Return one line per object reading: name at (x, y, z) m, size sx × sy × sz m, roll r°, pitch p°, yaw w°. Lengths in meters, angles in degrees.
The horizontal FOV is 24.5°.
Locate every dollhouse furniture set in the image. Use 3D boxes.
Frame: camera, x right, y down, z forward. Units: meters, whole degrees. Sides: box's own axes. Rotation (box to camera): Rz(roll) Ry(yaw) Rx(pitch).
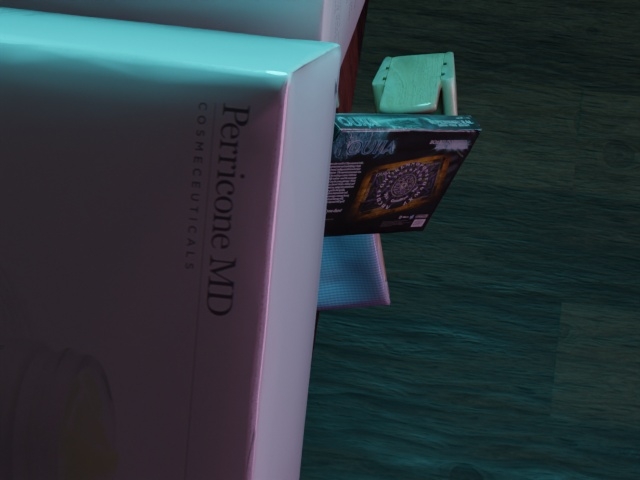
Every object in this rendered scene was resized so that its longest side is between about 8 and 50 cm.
dollhouse furniture set at (0.000, 0.000, 1.446) m, size 0.198 × 0.287 × 0.303 m, roll -73°, pitch 157°, yaw -60°

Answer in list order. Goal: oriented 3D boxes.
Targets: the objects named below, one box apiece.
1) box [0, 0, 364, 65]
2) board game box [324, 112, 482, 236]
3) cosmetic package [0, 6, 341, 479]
box at (-0.075, -0.211, 0.771) m, size 0.345 × 0.215 × 0.168 m, roll -73°, pitch 169°, yaw -62°
board game box at (0.052, -0.059, 1.331) m, size 0.186 × 0.026 × 0.126 m, roll -3°, pitch 133°, yaw -43°
cosmetic package at (-0.118, 0.025, 0.582) m, size 0.138 × 0.225 × 0.224 m, roll -61°, pitch 157°, yaw -76°
